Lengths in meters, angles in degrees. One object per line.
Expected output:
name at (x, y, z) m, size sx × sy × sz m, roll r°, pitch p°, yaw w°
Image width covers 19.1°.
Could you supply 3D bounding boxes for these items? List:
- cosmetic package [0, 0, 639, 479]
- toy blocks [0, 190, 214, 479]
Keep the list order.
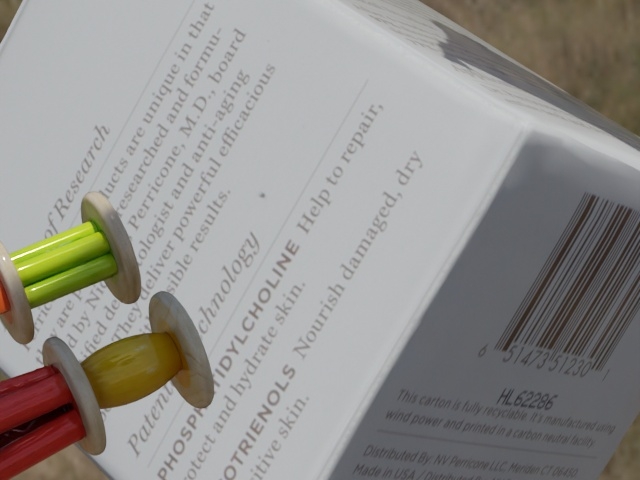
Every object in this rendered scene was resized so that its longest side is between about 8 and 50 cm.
cosmetic package at (0.000, 0.000, 1.274) m, size 0.393 × 0.327 × 0.329 m, roll 37°, pitch 14°, yaw 35°
toy blocks at (-0.136, 0.049, 0.789) m, size 0.148 × 0.054 × 0.123 m, roll -22°, pitch 49°, yaw -21°
